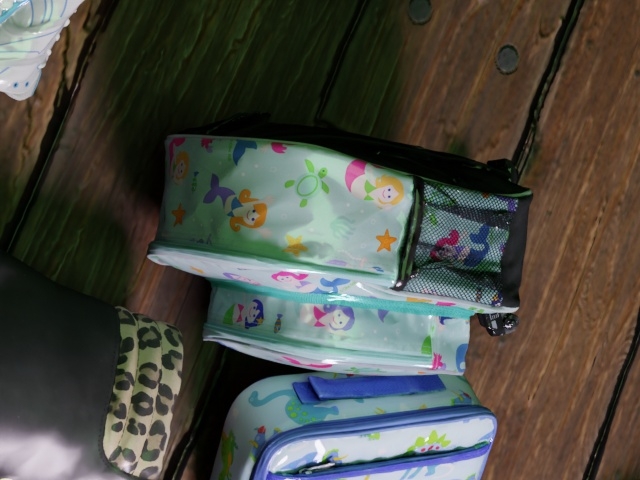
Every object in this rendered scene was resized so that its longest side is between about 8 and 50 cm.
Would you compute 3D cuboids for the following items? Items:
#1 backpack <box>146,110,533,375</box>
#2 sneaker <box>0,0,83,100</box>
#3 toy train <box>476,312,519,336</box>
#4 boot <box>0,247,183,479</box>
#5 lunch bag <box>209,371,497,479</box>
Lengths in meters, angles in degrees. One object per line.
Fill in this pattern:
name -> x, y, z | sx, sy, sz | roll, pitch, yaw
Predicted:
backpack -> 0.000, 0.000, 1.168 | 0.254, 0.225, 0.191 | 17, 85, -35
sneaker -> -0.215, -0.149, 1.129 | 0.191, 0.071, 0.083 | -33, 117, -13
toy train -> 0.135, 0.011, 1.358 | 0.036, 0.027, 0.158 | -21, 107, -14
boot -> -0.271, 0.167, 1.084 | 0.284, 0.138, 0.377 | 26, 75, -32
lunch bag -> 0.023, 0.180, 1.243 | 0.219, 0.090, 0.176 | -2, 128, -29
